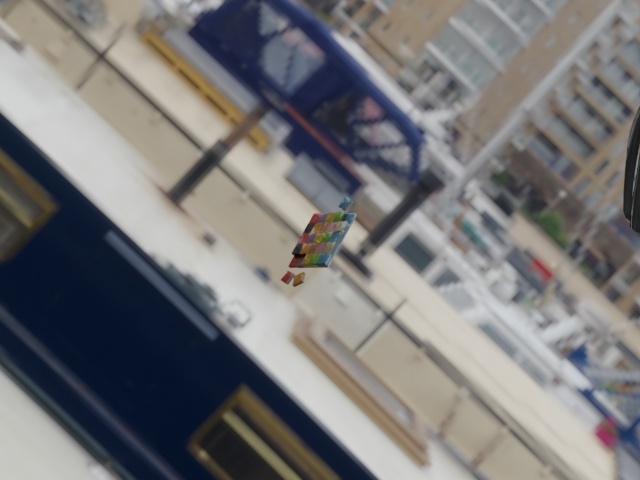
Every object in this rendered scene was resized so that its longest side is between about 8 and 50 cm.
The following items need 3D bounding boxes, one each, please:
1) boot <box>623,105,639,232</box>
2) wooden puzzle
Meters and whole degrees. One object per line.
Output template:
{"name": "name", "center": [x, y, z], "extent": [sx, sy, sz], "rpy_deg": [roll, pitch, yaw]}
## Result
{"name": "boot", "center": [0.454, -0.017, 0.906], "extent": [0.445, 0.146, 0.367], "rpy_deg": [9, 8, -11]}
{"name": "wooden puzzle", "center": [0.000, 0.000, 1.185], "extent": [0.006, 0.083, 0.049], "rpy_deg": [41, -25, -29]}
